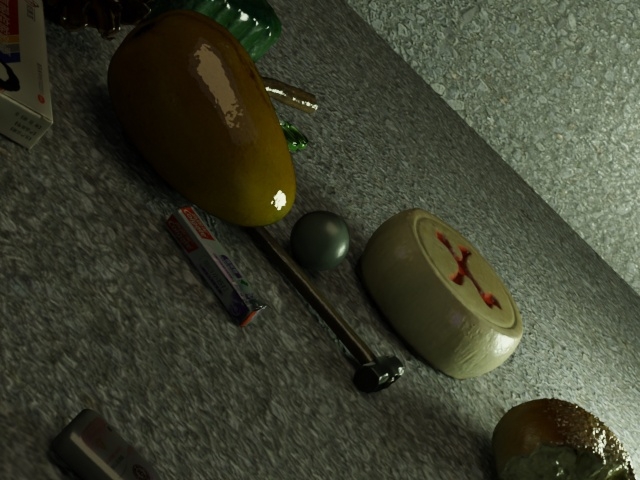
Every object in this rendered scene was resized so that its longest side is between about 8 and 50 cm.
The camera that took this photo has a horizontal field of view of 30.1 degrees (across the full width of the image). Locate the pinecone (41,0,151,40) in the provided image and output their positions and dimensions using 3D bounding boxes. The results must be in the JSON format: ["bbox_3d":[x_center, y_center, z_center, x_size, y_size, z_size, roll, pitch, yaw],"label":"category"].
[{"bbox_3d":[-0.380,-0.471,1.921,0.242,0.298,0.296,-15,53,-35],"label":"pinecone"}]

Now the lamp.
[{"bbox_3d":[0.000,0.000,2.002,0.105,0.105,0.105,39,21,-18],"label":"lamp"}]

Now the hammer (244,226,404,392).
[{"bbox_3d":[-0.010,0.094,1.908,0.365,0.043,0.111,49,21,14],"label":"hammer"}]

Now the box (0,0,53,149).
[{"bbox_3d":[-0.486,-0.292,1.669,0.214,0.069,0.353,32,26,-34],"label":"box"}]

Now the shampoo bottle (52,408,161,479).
[{"bbox_3d":[-0.201,0.247,1.227,0.165,0.040,0.080,44,19,-2],"label":"shampoo bottle"}]

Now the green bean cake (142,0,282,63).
[{"bbox_3d":[-0.255,-0.497,2.363,0.307,0.169,0.300,14,38,-57],"label":"green bean cake"}]

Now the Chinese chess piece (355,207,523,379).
[{"bbox_3d":[0.223,0.098,2.203,0.338,0.140,0.338,38,22,-18],"label":"Chinese chess piece"}]

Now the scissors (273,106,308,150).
[{"bbox_3d":[-0.108,-0.259,2.396,0.204,0.027,0.101,47,19,7],"label":"scissors"}]

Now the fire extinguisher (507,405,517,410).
[{"bbox_3d":[0.368,0.336,2.199,0.028,0.022,0.083,-1,36,-12],"label":"fire extinguisher"}]

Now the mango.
[{"bbox_3d":[-0.176,-0.183,1.849,0.378,0.221,0.264,55,17,0],"label":"mango"}]

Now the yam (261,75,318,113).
[{"bbox_3d":[-0.135,-0.314,2.359,0.326,0.045,0.045,15,73,-40],"label":"yam"}]

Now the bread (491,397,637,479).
[{"bbox_3d":[0.425,0.368,2.042,0.314,0.171,0.192,36,26,-26],"label":"bread"}]

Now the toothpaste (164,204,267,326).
[{"bbox_3d":[-0.154,0.037,1.722,0.040,0.047,0.196,-17,64,-52],"label":"toothpaste"}]
